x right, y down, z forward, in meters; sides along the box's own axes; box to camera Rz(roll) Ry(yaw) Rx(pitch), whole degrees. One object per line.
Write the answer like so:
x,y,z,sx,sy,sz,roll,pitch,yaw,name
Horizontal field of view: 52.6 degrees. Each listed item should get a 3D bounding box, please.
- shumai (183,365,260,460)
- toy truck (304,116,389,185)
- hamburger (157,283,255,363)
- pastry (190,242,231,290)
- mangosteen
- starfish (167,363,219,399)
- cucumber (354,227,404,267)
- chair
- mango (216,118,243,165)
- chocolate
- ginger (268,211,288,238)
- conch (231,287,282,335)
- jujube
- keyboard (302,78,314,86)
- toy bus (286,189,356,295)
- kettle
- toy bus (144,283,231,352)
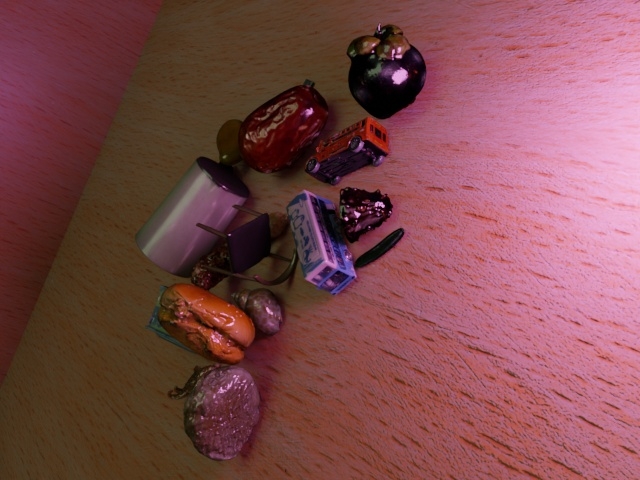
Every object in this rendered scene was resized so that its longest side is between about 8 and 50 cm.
-0.305,0.467,1.834,0.222,0.225,0.260,19,103,49,shumai
0.073,-0.255,1.874,0.253,0.107,0.114,-20,56,40,toy truck
-0.330,0.236,1.842,0.170,0.290,0.314,-63,0,-14,hamburger
-0.340,0.085,2.114,0.097,0.208,0.115,26,134,24,pastry
0.175,-0.464,1.771,0.243,0.243,0.243,-25,53,39,mangosteen
-0.403,0.456,2.085,0.210,0.053,0.150,-38,23,12,starfish
0.156,0.023,1.694,0.184,0.033,0.036,-38,72,31,cucumber
-0.216,0.016,1.954,0.272,0.188,0.166,20,128,35,chair
-0.313,-0.352,2.348,0.136,0.099,0.227,-5,45,6,mango
0.129,-0.076,1.726,0.133,0.156,0.156,-8,62,16,chocolate
-0.177,-0.037,2.077,0.190,0.069,0.095,-25,36,40,ginger
-0.179,0.203,1.932,0.116,0.106,0.173,-54,51,45,conch
-0.122,-0.357,2.078,0.318,0.223,0.223,-37,46,26,jujube
-0.079,-0.474,2.236,0.176,0.014,0.055,-59,38,8,keyboard
0.000,0.000,1.803,0.106,0.131,0.297,-43,42,27,toy bus
-0.441,-0.105,2.320,0.376,0.250,0.361,-51,12,14,kettle
-0.432,0.259,2.148,0.312,0.152,0.190,9,78,50,toy bus
